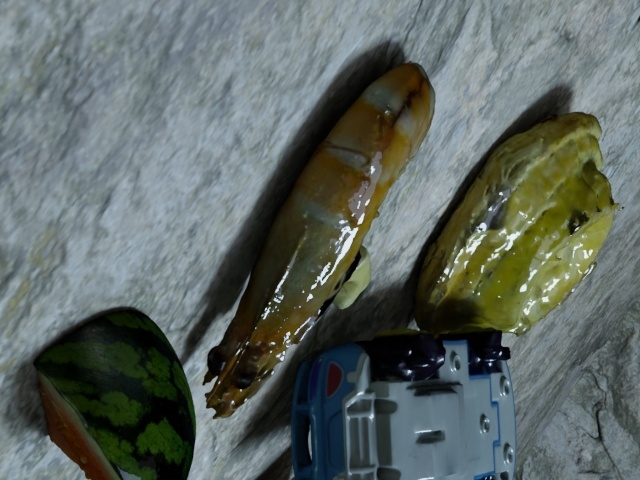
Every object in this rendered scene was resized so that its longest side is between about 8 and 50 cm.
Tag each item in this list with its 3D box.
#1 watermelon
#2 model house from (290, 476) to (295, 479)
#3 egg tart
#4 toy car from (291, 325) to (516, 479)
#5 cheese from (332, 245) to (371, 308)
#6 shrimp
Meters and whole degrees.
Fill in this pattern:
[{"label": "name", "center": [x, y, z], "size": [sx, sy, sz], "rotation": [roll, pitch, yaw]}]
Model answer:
[{"label": "watermelon", "center": [-0.127, 0.105, 0.814], "size": [0.094, 0.125, 0.135], "rotation": [-30, -167, 26]}, {"label": "model house", "center": [-0.013, 0.360, 1.275], "size": [0.237, 0.237, 0.202], "rotation": [-45, 153, -38]}, {"label": "egg tart", "center": [0.211, 0.001, 1.360], "size": [0.290, 0.115, 0.290], "rotation": [-43, 157, -23]}, {"label": "toy car", "center": [0.083, 0.182, 1.252], "size": [0.314, 0.166, 0.198], "rotation": [4, 83, -60]}, {"label": "cheese", "center": [0.021, 0.028, 1.074], "size": [0.044, 0.030, 0.083], "rotation": [-57, 168, -12]}, {"label": "shrimp", "center": [0.000, 0.000, 0.943], "size": [0.287, 0.063, 0.152], "rotation": [-59, 172, 11]}]
